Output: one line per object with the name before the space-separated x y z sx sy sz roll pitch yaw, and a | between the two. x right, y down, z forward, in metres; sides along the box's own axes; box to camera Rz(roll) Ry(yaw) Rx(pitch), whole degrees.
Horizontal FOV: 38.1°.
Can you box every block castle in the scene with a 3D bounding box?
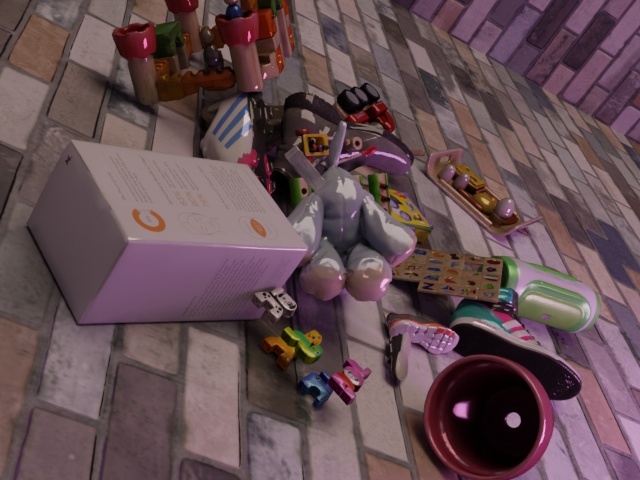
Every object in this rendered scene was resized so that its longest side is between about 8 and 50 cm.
block castle | -0.232 -0.467 1.976 0.303 0.212 0.453 -5 26 10

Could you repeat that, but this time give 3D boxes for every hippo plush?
hippo plush | 0.000 0.000 1.645 0.234 0.236 0.294 -31 83 -23

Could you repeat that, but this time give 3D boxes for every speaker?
speaker | 0.489 0.123 2.078 0.297 0.131 0.131 18 32 -31

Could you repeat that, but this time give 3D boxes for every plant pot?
plant pot | 0.297 0.295 1.526 0.201 0.201 0.180 52 16 30

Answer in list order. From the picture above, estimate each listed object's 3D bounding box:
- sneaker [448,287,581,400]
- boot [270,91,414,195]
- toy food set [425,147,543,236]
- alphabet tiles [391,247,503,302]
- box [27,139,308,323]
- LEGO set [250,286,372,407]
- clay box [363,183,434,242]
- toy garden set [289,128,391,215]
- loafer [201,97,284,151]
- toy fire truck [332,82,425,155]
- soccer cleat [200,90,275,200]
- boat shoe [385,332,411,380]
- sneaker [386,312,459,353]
sneaker | 0.391 0.194 1.867 0.296 0.124 0.178 29 37 -9
boot | 0.040 -0.148 1.963 0.338 0.118 0.222 21 65 -25
toy food set | 0.443 -0.138 2.487 0.306 0.092 0.220 45 28 17
alphabet tiles | 0.250 0.065 1.902 0.237 0.009 0.198 7 25 11
box | -0.228 -0.006 1.418 0.345 0.168 0.215 4 40 -47
LEGO set | -0.013 0.171 1.461 0.093 0.087 0.227 -25 62 -43
clay box | 0.136 -0.065 2.060 0.222 0.053 0.127 9 36 -43
toy garden set | 0.050 -0.126 1.874 0.244 0.049 0.203 -7 91 -37
loafer | -0.129 -0.243 2.011 0.269 0.092 0.102 3 37 -22
toy fire truck | 0.142 -0.271 2.321 0.246 0.158 0.217 50 28 3
soccer cleat | -0.169 -0.152 1.814 0.116 0.143 0.331 56 27 -48
boat shoe | 0.133 0.205 1.634 0.125 0.038 0.046 -71 147 -57
sneaker | 0.192 0.164 1.747 0.158 0.061 0.065 20 24 -29
